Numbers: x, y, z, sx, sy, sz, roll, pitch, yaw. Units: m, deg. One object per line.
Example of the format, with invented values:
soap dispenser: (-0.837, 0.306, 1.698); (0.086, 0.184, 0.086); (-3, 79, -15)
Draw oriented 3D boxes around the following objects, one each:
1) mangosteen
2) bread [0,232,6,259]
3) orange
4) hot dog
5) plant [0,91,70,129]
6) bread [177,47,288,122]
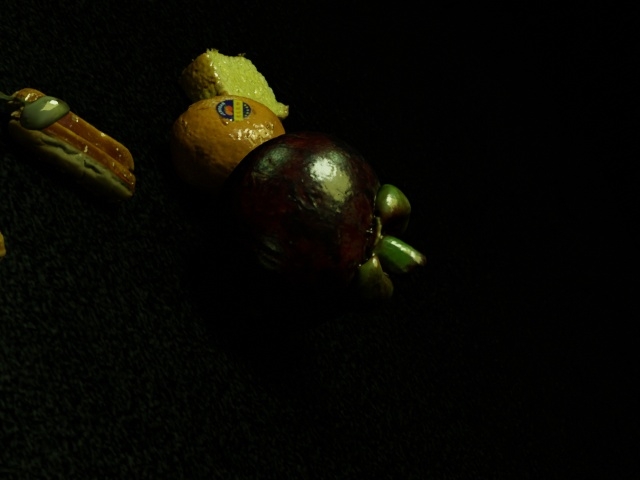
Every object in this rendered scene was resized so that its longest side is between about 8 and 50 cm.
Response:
mangosteen: (-0.012, 0.001, 1.698); (0.216, 0.216, 0.216); (45, 21, -22)
bread: (-0.312, -0.043, 1.347); (0.157, 0.044, 0.052); (61, 18, 21)
orange: (-0.105, -0.103, 1.806); (0.135, 0.117, 0.135); (7, 45, -7)
hot dog: (-0.244, -0.092, 1.585); (0.165, 0.045, 0.071); (35, 24, -41)
plant: (-0.392, -0.080, 1.167); (0.333, 0.251, 0.180); (21, -13, 22)
bread: (-0.110, -0.184, 2.022); (0.103, 0.065, 0.187); (54, 21, 9)
